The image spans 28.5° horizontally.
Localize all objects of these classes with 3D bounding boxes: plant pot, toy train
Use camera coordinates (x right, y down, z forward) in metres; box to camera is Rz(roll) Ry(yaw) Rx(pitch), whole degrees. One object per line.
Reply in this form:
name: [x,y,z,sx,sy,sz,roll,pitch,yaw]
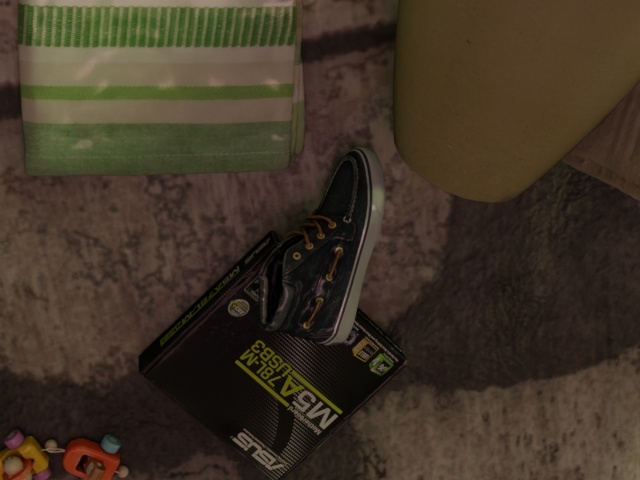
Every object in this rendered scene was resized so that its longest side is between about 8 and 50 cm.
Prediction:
plant pot: [0.166,-0.175,1.035,0.256,0.256,0.274,10,127,-14]
toy train: [-0.270,0.252,1.228,0.125,0.046,0.166,30,105,-20]

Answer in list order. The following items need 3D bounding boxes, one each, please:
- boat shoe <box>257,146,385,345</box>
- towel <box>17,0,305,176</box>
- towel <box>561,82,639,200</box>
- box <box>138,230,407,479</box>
boat shoe: [0.000,0.000,1.127,0.083,0.065,0.183,12,88,-32]
towel: [-0.131,-0.210,1.061,0.247,0.038,0.325,-1,115,-8]
towel: [0.309,-0.168,1.077,0.049,0.187,0.282,-1,116,-42]
box: [-0.045,0.115,1.211,0.184,0.045,0.190,-44,113,6]
